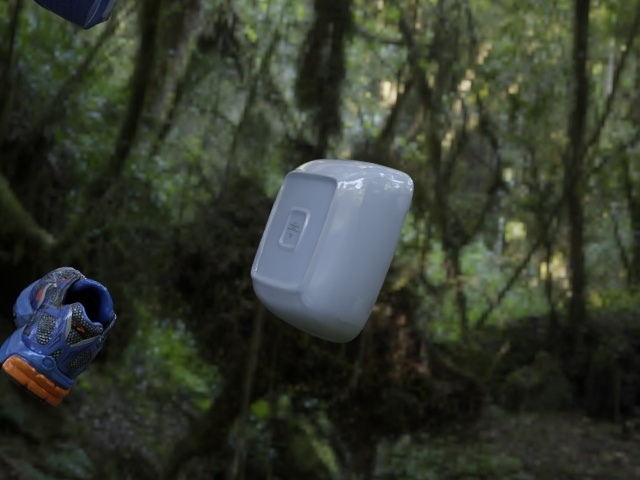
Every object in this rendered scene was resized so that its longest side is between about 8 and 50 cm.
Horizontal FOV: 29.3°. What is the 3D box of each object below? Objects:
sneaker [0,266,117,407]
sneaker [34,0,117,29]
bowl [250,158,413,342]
[{"bbox_3d":[-0.213,0.068,1.060,0.083,0.087,0.221,44,6,-18],"label":"sneaker"},{"bbox_3d":[-0.314,-0.272,0.985,0.315,0.182,0.127,42,-46,8],"label":"sneaker"},{"bbox_3d":[0.000,0.000,0.941,0.053,0.142,0.142,22,-3,-29],"label":"bowl"}]
